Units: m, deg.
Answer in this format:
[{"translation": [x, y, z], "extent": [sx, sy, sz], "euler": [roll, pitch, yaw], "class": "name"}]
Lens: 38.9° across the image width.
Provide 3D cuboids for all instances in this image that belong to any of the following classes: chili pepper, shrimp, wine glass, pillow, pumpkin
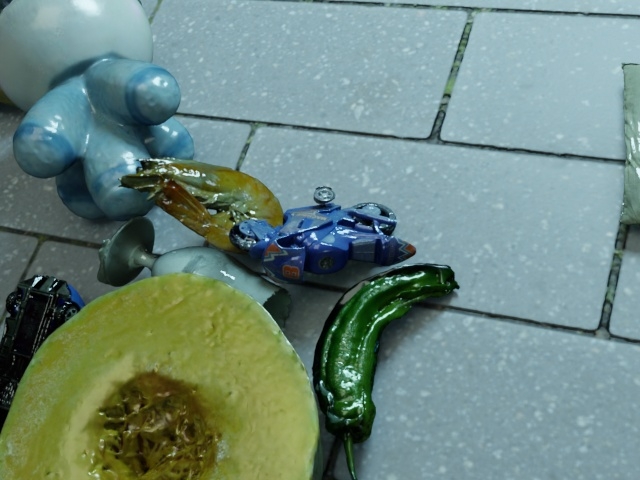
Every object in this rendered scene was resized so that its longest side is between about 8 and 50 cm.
[{"translation": [0.054, 0.135, 0.990], "extent": [0.122, 0.065, 0.278], "euler": [10, 61, 27], "class": "chili pepper"}, {"translation": [-0.138, -0.046, 1.095], "extent": [0.051, 0.217, 0.115], "euler": [-49, 35, 41], "class": "shrimp"}, {"translation": [-0.149, 0.051, 1.078], "extent": [0.222, 0.103, 0.103], "euler": [23, 70, 22], "class": "wine glass"}, {"translation": [0.417, -0.113, 1.027], "extent": [0.148, 0.050, 0.229], "euler": [3, 59, 14], "class": "pillow"}, {"translation": [-0.142, 0.219, 0.940], "extent": [0.333, 0.199, 0.332], "euler": [-5, 67, 13], "class": "pumpkin"}]

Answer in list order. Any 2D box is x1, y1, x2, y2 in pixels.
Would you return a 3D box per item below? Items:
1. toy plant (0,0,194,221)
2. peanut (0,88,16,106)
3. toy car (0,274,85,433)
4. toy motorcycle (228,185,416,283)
[{"translation": [-0.290, -0.165, 1.189], "extent": [0.247, 0.247, 0.332], "euler": [-29, 60, 0], "class": "toy plant"}, {"translation": [-0.486, -0.244, 1.365], "extent": [0.214, 0.098, 0.090], "euler": [5, 70, 16], "class": "peanut"}, {"translation": [-0.352, 0.150, 1.113], "extent": [0.103, 0.063, 0.216], "euler": [10, 80, 27], "class": "toy car"}, {"translation": [0.000, 0.000, 1.056], "extent": [0.205, 0.076, 0.114], "euler": [-7, 39, -14], "class": "toy motorcycle"}]
